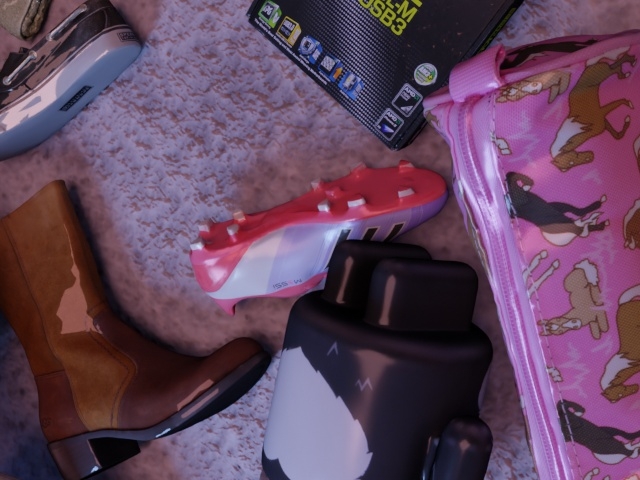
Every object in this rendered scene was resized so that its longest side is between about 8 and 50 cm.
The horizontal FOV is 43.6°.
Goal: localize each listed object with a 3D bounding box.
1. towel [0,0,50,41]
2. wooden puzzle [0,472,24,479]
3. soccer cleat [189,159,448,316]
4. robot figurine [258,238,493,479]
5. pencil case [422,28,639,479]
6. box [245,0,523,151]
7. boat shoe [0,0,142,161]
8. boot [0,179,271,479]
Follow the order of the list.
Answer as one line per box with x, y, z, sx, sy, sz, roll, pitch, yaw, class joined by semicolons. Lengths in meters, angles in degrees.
-0.312;-0.289;0.812;0.110;0.027;0.148;29;104;14;towel
-0.322;0.383;0.787;0.348;0.080;0.322;30;107;-18;wooden puzzle
0.000;0.000;0.722;0.248;0.083;0.095;-16;120;14;soccer cleat
0.041;0.142;0.661;0.174;0.209;0.278;12;100;4;robot figurine
0.192;0.043;0.575;0.160;0.167;0.386;-13;101;14;pencil case
0.053;-0.204;0.670;0.191;0.045;0.184;44;124;9;box
-0.278;-0.155;0.793;0.219;0.078;0.070;-35;85;10;boat shoe
-0.206;0.067;0.802;0.264;0.096;0.280;-31;78;26;boot
